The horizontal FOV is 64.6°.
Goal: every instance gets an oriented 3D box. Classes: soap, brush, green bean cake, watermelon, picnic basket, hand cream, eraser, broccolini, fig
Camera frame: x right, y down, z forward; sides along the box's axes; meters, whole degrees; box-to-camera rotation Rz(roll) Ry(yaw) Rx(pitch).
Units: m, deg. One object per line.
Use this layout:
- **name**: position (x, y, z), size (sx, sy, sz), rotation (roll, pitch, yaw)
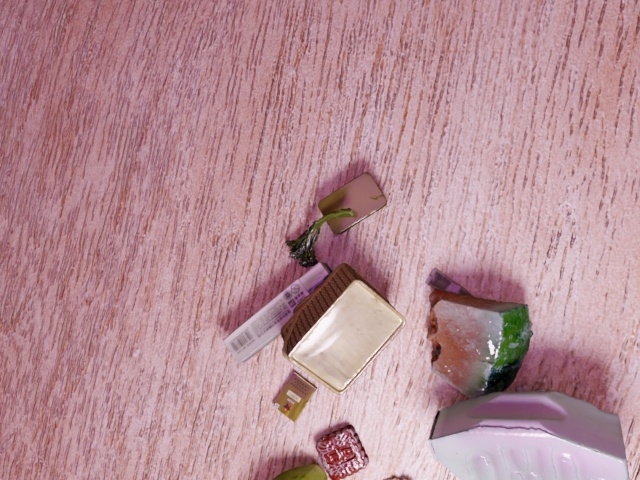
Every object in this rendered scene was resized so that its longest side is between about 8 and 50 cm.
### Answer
- **soap**: position (0.517, 0.525, 1.278), size (0.445, 0.156, 0.262), rotation (-8, 112, 29)
- **brush**: position (0.102, -0.115, 1.591), size (0.197, 0.059, 0.123), rotation (-32, 83, 11)
- **green bean cake**: position (0.065, 0.651, 1.548), size (0.135, 0.056, 0.136), rotation (-29, 80, 12)
- **watermelon**: position (0.432, 0.293, 1.419), size (0.301, 0.151, 0.265), rotation (11, 104, 18)
- **picnic basket**: position (0.054, 0.254, 1.478), size (0.228, 0.175, 0.313), rotation (40, 93, -20)
- **hand cream**: position (0.397, 0.149, 1.519), size (0.165, 0.037, 0.057), rotation (34, 95, 21)
- **eraser**: position (-0.121, 0.227, 1.603), size (0.403, 0.096, 0.098), rotation (-39, 77, 8)
- **broccolini**: position (0.005, -0.005, 1.567), size (0.271, 0.062, 0.123), rotation (-34, 81, 30)
- **fig**: position (-0.069, 0.785, 1.497), size (0.207, 0.207, 0.230), rotation (45, 98, 12)

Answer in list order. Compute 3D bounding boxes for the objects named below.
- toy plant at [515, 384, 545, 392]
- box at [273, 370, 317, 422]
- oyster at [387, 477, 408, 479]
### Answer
- **toy plant**: position (0.617, 0.522, 1.392), size (0.243, 0.112, 0.233), rotation (13, 106, 16)
- **box**: position (-0.081, 0.498, 1.612), size (0.090, 0.023, 0.133), rotation (32, 94, 15)
- **oyster**: position (0.149, 0.824, 1.509), size (0.344, 0.078, 0.129), rotation (-37, 45, 12)
